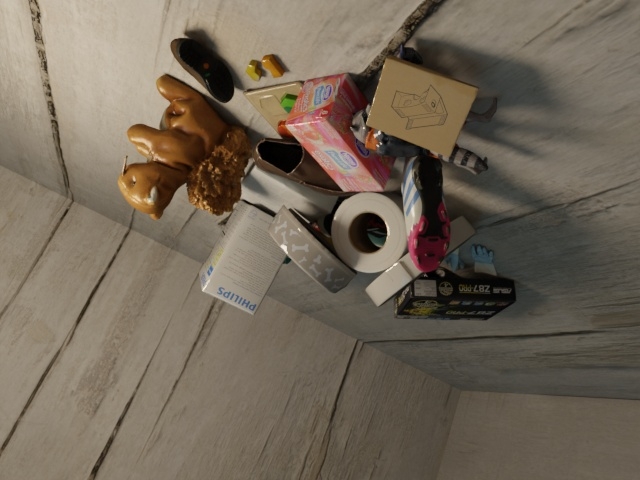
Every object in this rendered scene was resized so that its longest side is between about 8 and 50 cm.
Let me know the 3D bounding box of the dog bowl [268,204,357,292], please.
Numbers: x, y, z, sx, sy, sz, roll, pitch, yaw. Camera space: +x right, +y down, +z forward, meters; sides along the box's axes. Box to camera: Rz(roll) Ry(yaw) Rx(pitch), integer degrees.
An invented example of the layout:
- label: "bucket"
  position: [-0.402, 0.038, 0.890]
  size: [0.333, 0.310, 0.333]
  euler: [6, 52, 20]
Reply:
- label: "dog bowl"
  position: [-0.029, 0.032, 1.778]
  size: [0.348, 0.102, 0.349]
  euler: [43, -177, -3]

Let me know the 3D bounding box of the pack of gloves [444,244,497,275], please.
- label: "pack of gloves"
  position: [0.522, 0.075, 1.960]
  size: [0.194, 0.046, 0.232]
  euler: [13, 157, 27]

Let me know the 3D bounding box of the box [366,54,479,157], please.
- label: "box"
  position: [0.212, -0.285, 1.167]
  size: [0.201, 0.021, 0.165]
  euler: [23, 131, 9]

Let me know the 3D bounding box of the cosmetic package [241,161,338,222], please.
- label: "cosmetic package"
  position: [-0.129, -0.169, 1.902]
  size: [0.284, 0.098, 0.377]
  euler: [33, 164, -14]

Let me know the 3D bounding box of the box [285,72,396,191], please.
- label: "box"
  position: [0.065, -0.269, 1.428]
  size: [0.142, 0.154, 0.300]
  euler: [4, 152, 40]

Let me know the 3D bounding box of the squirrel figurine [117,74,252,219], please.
- label: "squirrel figurine"
  position: [-0.421, -0.230, 1.711]
  size: [0.396, 0.371, 0.281]
  euler: [27, 159, -10]

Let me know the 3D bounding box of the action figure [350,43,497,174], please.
- label: "action figure"
  position: [0.225, -0.267, 1.252]
  size: [0.329, 0.179, 0.341]
  euler: [7, 157, 14]

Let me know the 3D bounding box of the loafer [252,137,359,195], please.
- label: "loafer"
  position: [-0.036, -0.215, 1.609]
  size: [0.365, 0.134, 0.130]
  euler: [12, -177, 5]

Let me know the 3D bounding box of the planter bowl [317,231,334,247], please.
- label: "planter bowl"
  position: [0.000, 0.000, 2.214]
  size: [0.217, 0.091, 0.217]
  euler: [18, 178, 1]

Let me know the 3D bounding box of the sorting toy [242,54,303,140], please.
- label: "sorting toy"
  position: [-0.108, -0.374, 1.505]
  size: [0.228, 0.041, 0.307]
  euler: [5, 154, 38]

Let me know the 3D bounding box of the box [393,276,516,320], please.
- label: "box"
  position: [0.505, 0.229, 2.122]
  size: [0.394, 0.097, 0.318]
  euler: [2, 160, -4]

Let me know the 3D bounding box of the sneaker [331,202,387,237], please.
- label: "sneaker"
  position: [0.165, -0.071, 1.891]
  size: [0.275, 0.098, 0.135]
  euler: [9, 153, 29]

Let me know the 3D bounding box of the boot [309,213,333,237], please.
- label: "boot"
  position: [-0.010, -0.068, 2.044]
  size: [0.176, 0.089, 0.244]
  euler: [16, 176, 23]

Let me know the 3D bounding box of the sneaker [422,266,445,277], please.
- label: "sneaker"
  position: [0.460, 0.173, 2.208]
  size: [0.226, 0.086, 0.163]
  euler: [34, 158, -29]

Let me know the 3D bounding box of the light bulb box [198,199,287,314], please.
- label: "light bulb box"
  position: [-0.293, 0.054, 2.162]
  size: [0.225, 0.361, 0.358]
  euler: [29, 180, -16]

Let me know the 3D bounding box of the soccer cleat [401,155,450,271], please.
- label: "soccer cleat"
  position: [0.282, -0.084, 1.493]
  size: [0.115, 0.332, 0.143]
  euler: [-5, -167, -10]

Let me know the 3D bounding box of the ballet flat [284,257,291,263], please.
- label: "ballet flat"
  position: [-0.168, 0.010, 2.455]
  size: [0.124, 0.116, 0.342]
  euler: [41, 165, 7]

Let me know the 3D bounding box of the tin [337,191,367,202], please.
- label: "tin"
  position: [0.085, -0.171, 1.819]
  size: [0.106, 0.040, 0.189]
  euler: [27, 159, -22]

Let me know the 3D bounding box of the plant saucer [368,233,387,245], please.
- label: "plant saucer"
  position: [0.215, -0.022, 2.050]
  size: [0.194, 0.038, 0.195]
  euler: [20, 160, 8]

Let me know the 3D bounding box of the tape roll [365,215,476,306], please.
- label: "tape roll"
  position: [0.312, 0.068, 1.706]
  size: [0.072, 0.392, 0.392]
  euler: [53, 162, 10]

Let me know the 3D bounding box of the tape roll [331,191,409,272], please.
- label: "tape roll"
  position: [0.175, -0.030, 1.705]
  size: [0.246, 0.246, 0.169]
  euler: [14, -169, 22]

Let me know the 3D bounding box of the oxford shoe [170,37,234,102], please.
- label: "oxford shoe"
  position: [-0.314, -0.462, 1.475]
  size: [0.096, 0.083, 0.227]
  euler: [31, 169, 41]
